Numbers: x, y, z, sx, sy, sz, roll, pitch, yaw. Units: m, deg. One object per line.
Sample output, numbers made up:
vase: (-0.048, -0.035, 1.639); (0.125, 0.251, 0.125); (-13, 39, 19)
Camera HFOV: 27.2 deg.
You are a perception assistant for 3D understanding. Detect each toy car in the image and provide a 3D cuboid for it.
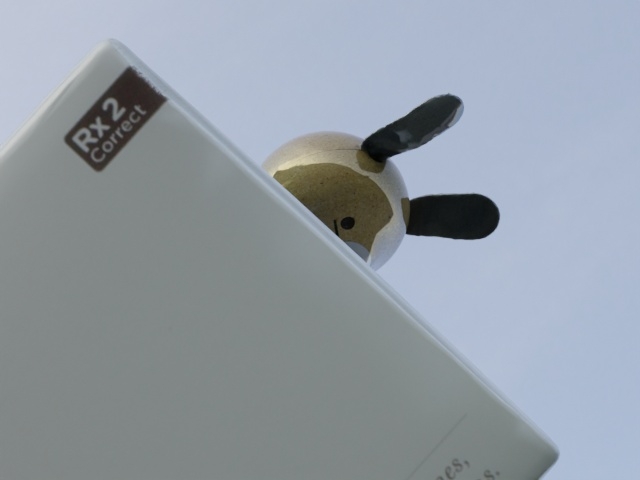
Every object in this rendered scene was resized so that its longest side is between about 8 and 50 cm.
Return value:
toy car: (0.000, 0.000, 0.687); (0.188, 0.149, 0.155); (-23, -45, 2)

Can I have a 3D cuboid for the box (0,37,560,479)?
box: (-0.051, 0.070, 0.418); (0.182, 0.119, 0.181); (42, -90, 11)
